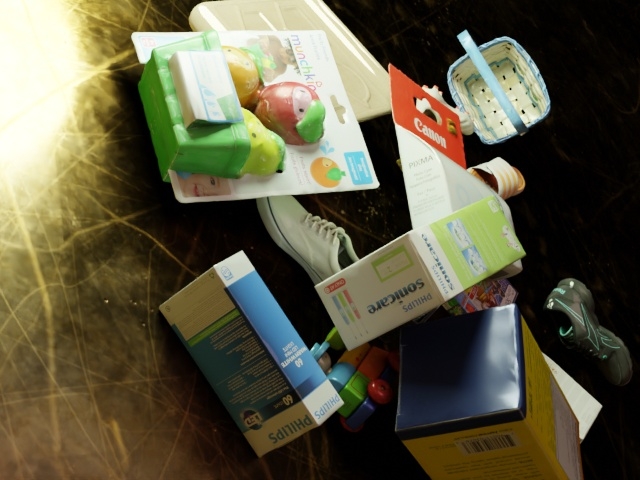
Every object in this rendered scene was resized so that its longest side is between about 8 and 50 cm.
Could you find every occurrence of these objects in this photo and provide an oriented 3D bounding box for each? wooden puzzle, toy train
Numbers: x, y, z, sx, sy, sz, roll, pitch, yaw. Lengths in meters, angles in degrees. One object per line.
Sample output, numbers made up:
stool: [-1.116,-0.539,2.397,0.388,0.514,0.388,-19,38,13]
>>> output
wooden puzzle: [-0.045,-0.324,1.839,0.322,0.080,0.348,50,40,12]
toy train: [0.069,0.184,1.591,0.143,0.105,0.248,40,37,2]

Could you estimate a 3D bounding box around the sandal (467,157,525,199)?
sandal: [0.419,-0.147,2.247,0.265,0.076,0.102,-19,77,-53]

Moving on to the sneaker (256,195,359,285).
sneaker: [0.000,0.000,1.651,0.258,0.091,0.094,50,37,-7]

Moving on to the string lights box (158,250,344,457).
string lights box: [-0.099,0.161,1.379,0.259,0.133,0.077,56,36,1]

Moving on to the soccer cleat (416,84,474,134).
soccer cleat: [0.277,-0.277,2.212,0.196,0.068,0.076,31,75,-42]

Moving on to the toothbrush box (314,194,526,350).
toothbrush box: [0.164,0.047,1.559,0.283,0.206,0.122,-24,84,-51]

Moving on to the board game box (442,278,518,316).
board game box: [0.324,0.116,1.970,0.136,0.035,0.201,49,37,-8]

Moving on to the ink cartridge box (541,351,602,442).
ink cartridge box: [0.476,0.321,1.993,0.179,0.045,0.145,41,35,12]

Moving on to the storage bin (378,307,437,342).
storage bin: [0.147,0.088,1.755,0.122,0.084,0.180,55,35,0]

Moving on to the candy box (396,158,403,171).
candy box: [0.241,-0.158,2.099,0.105,0.027,0.206,54,36,2]

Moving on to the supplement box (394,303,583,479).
supplement box: [0.275,0.295,1.548,0.356,0.195,0.194,55,30,-39]

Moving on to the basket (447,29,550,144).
basket: [0.409,-0.353,2.270,0.254,0.201,0.289,62,18,8]

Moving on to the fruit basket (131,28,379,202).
fruit basket: [-0.100,-0.217,1.582,0.353,0.165,0.326,-8,66,-21]

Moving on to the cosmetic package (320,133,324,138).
cosmetic package: [-0.016,-0.184,1.819,0.060,0.041,0.115,55,36,2]

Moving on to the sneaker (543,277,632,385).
sneaker: [0.580,0.217,2.153,0.106,0.101,0.267,-35,91,-32]

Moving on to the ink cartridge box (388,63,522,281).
ink cartridge box: [0.265,-0.137,1.908,0.308,0.091,0.384,23,55,-52]
